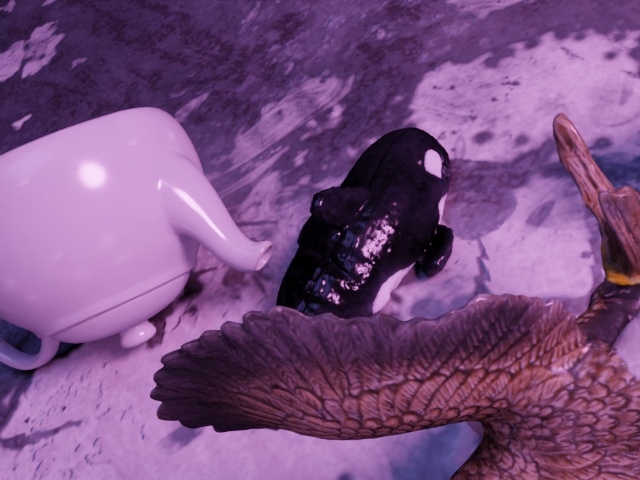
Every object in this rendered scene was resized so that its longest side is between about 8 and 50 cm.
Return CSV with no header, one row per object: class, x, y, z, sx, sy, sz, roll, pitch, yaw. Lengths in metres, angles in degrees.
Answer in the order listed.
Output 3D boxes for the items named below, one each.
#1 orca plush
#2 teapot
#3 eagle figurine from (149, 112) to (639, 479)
orca plush,0.000,0.000,0.690,0.287,0.102,0.151,-43,41,-9
teapot,-0.205,0.010,0.766,0.252,0.187,0.256,-25,4,-18
eagle figurine,0.087,0.107,0.475,0.298,0.225,0.226,-30,50,-11
